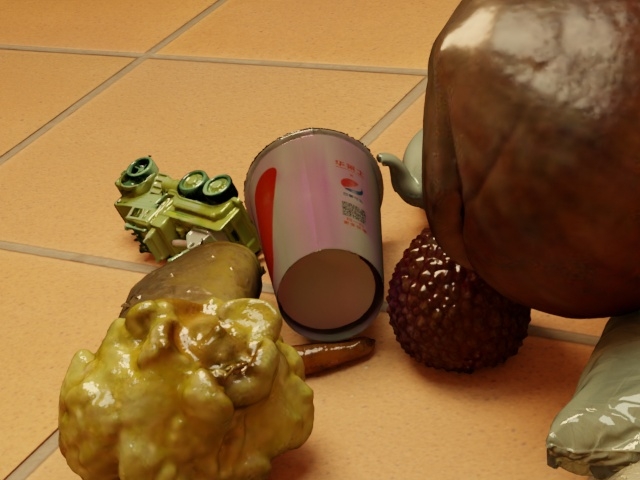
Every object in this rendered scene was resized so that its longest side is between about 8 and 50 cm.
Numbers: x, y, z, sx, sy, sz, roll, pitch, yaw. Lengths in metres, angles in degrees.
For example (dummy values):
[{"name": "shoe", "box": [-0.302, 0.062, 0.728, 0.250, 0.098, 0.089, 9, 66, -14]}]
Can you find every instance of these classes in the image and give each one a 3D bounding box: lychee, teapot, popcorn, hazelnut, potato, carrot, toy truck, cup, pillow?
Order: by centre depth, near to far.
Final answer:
[{"name": "pillow", "box": [0.409, 0.161, 1.494, 0.283, 0.138, 0.310, 6, 29, 25]}, {"name": "hazelnut", "box": [0.268, -0.118, 1.554, 0.359, 0.359, 0.409, 4, 57, 28]}, {"name": "popcorn", "box": [-0.147, 0.178, 1.593, 0.286, 0.252, 0.215, -16, 31, -23]}, {"name": "lychee", "box": [0.164, 0.062, 1.732, 0.188, 0.188, 0.188, -10, 30, 6]}, {"name": "carrot", "box": [-0.024, 0.146, 1.799, 0.191, 0.047, 0.047, -12, 29, 1]}, {"name": "potato", "box": [-0.163, 0.087, 1.847, 0.192, 0.141, 0.296, -30, 10, 25]}, {"name": "cup", "box": [0.000, 0.000, 1.883, 0.203, 0.203, 0.288, -13, 28, 1]}, {"name": "teapot", "box": [0.212, -0.114, 2.055, 0.294, 0.129, 0.193, -23, 33, -22]}, {"name": "toy truck", "box": [-0.212, -0.027, 2.106, 0.260, 0.128, 0.135, 21, 58, 45]}]

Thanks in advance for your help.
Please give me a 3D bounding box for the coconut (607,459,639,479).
[{"name": "coconut", "box": [0.326, 0.282, 1.308, 0.161, 0.161, 0.162, -29, 36, -25]}]
